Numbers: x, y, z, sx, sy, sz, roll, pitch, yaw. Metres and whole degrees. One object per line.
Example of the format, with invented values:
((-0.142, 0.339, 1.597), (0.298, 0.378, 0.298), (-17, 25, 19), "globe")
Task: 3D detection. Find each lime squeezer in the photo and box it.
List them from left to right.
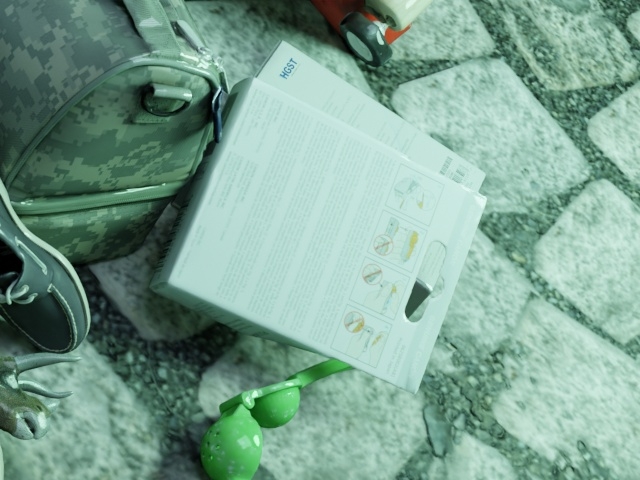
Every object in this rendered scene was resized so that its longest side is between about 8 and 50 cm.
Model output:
((-0.031, 0.155, 1.199), (0.110, 0.059, 0.310), (32, 42, -4), "lime squeezer")

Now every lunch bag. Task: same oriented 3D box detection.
((-0.211, -0.156, 1.203), (0.212, 0.256, 0.305), (-7, 58, -36), "lunch bag")

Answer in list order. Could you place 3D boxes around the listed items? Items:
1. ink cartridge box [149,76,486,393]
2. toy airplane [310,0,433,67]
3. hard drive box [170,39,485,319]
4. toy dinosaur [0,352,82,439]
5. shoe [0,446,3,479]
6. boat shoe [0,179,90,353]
((0.000, 0.000, 1.261), (0.232, 0.066, 0.189), (27, 76, -21), "ink cartridge box")
((-0.032, -0.371, 1.441), (0.386, 0.384, 0.272), (-1, 25, -39), "toy airplane")
((0.011, -0.048, 1.376), (0.232, 0.089, 0.181), (34, 43, -4), "hard drive box")
((-0.320, 0.038, 1.036), (0.313, 0.121, 0.160), (56, 43, -17), "toy dinosaur")
((-0.231, 0.173, 0.982), (0.076, 0.058, 0.219), (1, 82, -41), "shoe")
((-0.237, 0.020, 1.112), (0.065, 0.075, 0.206), (-83, 152, -50), "boat shoe")
